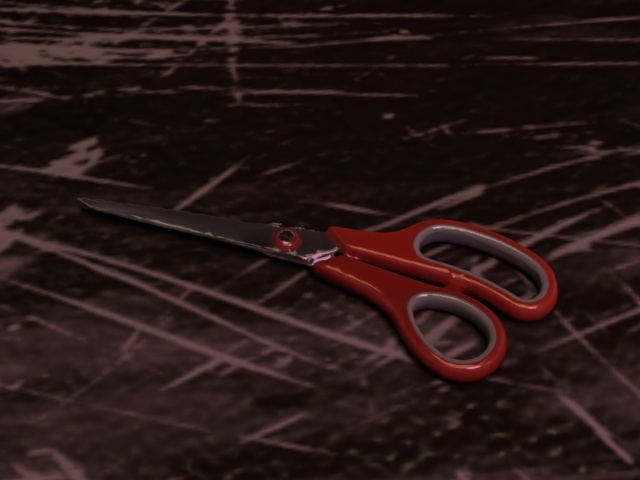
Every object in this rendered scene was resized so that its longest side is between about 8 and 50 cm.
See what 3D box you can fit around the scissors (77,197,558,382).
[{"bbox_3d":[0.000,0.000,1.073,0.297,0.021,0.109,23,58,16],"label":"scissors"}]
